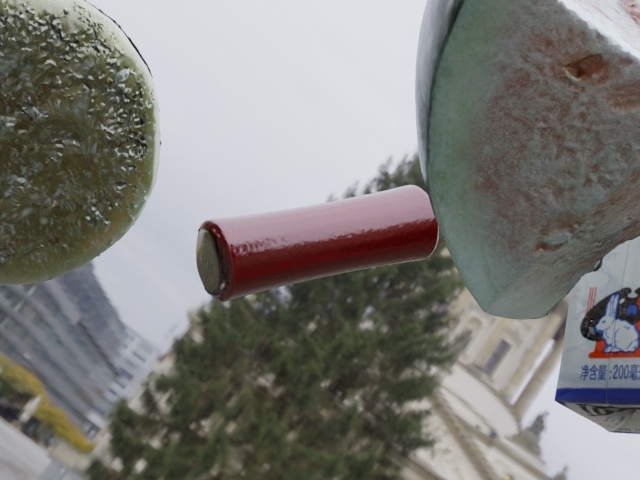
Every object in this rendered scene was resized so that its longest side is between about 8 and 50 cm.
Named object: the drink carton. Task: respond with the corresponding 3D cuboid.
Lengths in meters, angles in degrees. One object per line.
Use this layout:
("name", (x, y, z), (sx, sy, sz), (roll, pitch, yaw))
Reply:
("drink carton", (0.317, 0.015, 0.968), (0.130, 0.315, 0.106), (-6, -27, 45))

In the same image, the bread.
("bread", (-0.255, -0.086, 0.873), (0.267, 0.267, 0.040), (46, -10, -26))

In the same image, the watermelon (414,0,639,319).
("watermelon", (0.165, -0.114, 0.648), (0.213, 0.320, 0.289), (14, -15, 26))

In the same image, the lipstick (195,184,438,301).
("lipstick", (0.000, 0.000, 1.001), (0.080, 0.241, 0.080), (26, -59, 55))
